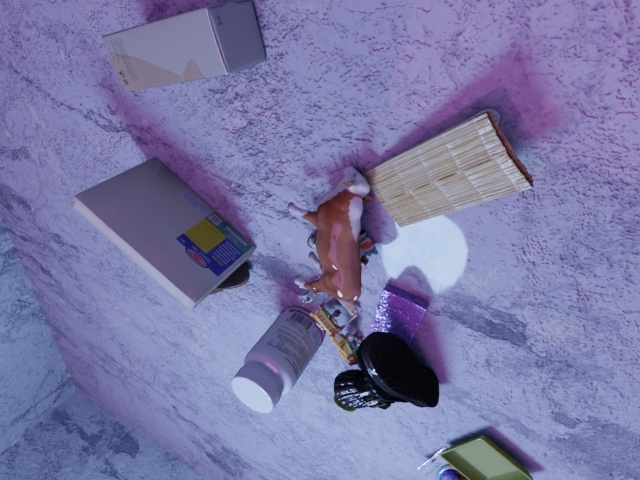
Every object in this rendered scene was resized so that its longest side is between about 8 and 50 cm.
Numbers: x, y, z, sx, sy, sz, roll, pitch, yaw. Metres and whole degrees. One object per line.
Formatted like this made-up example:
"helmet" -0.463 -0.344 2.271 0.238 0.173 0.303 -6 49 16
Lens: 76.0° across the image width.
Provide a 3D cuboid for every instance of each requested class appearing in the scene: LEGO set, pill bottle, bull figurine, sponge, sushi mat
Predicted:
"LEGO set" 0.063 0.239 1.153 0.287 0.107 0.132 54 167 -16
"pill bottle" -0.118 0.338 1.183 0.160 0.283 0.160 17 128 22
"bull figurine" 0.026 -0.012 0.930 0.188 0.101 0.310 6 102 39
"sponge" 0.196 0.217 1.075 0.117 0.031 0.210 24 130 16
"sushi mat" 0.221 -0.118 0.783 0.151 0.019 0.317 53 147 -12

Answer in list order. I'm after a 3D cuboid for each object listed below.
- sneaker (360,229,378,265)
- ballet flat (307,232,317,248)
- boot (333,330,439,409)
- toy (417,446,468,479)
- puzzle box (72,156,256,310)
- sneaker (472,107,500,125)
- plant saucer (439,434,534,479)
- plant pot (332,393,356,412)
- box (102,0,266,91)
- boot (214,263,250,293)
"sneaker" 0.074 0.042 1.012 0.075 0.057 0.161 51 130 0
"ballet flat" 0.000 0.000 1.042 0.114 0.041 0.041 -22 107 40
"boot" 0.131 0.363 1.095 0.260 0.131 0.348 -13 134 37
"toy" 0.433 0.766 1.264 0.237 0.056 0.137 39 111 2
"puzzle box" -0.408 -0.031 1.117 0.409 0.272 0.052 42 133 1
"sneaker" 0.255 -0.175 0.748 0.054 0.061 0.152 41 134 -2
"plant saucer" 0.476 0.637 1.181 0.188 0.045 0.188 39 133 3
"plant pot" 0.092 0.481 1.289 0.083 0.079 0.083 16 127 23
"box" -0.289 -0.409 0.869 0.311 0.148 0.121 6 124 30
"boot" -0.334 0.122 1.318 0.305 0.112 0.115 -5 148 29
